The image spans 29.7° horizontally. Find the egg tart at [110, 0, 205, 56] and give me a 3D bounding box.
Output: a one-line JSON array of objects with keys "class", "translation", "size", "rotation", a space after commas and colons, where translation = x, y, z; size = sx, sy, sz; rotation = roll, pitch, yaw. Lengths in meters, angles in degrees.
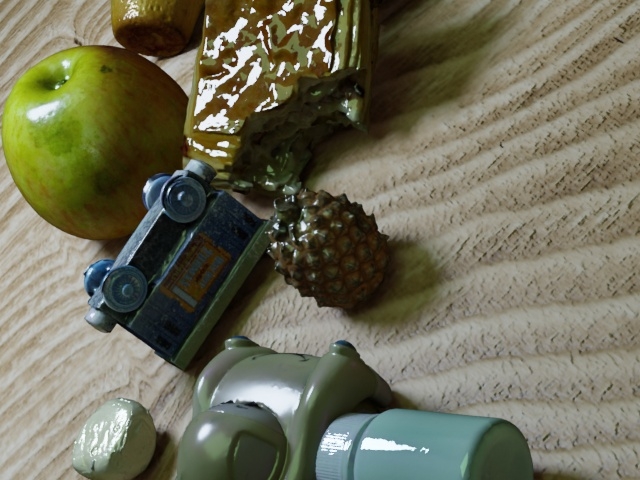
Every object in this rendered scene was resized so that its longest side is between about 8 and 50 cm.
[{"class": "egg tart", "translation": [-0.316, -0.451, 2.346], "size": [0.202, 0.202, 0.147], "rotation": [-12, 64, 35]}]

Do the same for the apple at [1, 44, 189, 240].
[{"class": "apple", "translation": [-0.382, -0.175, 2.069], "size": [0.339, 0.339, 0.339], "rotation": [-24, 44, 26]}]

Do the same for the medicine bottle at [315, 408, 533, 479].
[{"class": "medicine bottle", "translation": [0.118, 0.264, 1.377], "size": [0.225, 0.139, 0.139], "rotation": [-1, 57, 41]}]

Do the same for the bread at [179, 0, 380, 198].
[{"class": "bread", "translation": [-0.045, -0.250, 1.902], "size": [0.314, 0.191, 0.370], "rotation": [5, 91, 26]}]

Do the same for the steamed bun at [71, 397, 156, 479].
[{"class": "steamed bun", "translation": [-0.295, 0.297, 1.756], "size": [0.112, 0.091, 0.130], "rotation": [-1, 54, 34]}]

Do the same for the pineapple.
[{"class": "pineapple", "translation": [0.000, 0.000, 1.663], "size": [0.166, 0.193, 0.166], "rotation": [-28, 40, 26]}]

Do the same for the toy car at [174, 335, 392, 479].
[{"class": "toy car", "translation": [-0.091, 0.268, 1.493], "size": [0.242, 0.226, 0.336], "rotation": [-2, 58, 41]}]

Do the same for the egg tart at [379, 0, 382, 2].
[{"class": "egg tart", "translation": [0.032, -0.448, 2.033], "size": [0.297, 0.132, 0.297], "rotation": [-4, 23, 2]}]

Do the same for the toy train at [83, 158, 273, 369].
[{"class": "toy train", "translation": [-0.216, 0.035, 1.826], "size": [0.299, 0.202, 0.131], "rotation": [-57, 24, -11]}]
